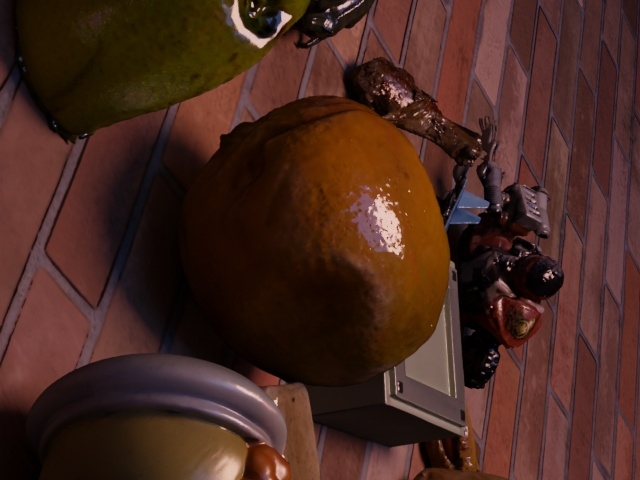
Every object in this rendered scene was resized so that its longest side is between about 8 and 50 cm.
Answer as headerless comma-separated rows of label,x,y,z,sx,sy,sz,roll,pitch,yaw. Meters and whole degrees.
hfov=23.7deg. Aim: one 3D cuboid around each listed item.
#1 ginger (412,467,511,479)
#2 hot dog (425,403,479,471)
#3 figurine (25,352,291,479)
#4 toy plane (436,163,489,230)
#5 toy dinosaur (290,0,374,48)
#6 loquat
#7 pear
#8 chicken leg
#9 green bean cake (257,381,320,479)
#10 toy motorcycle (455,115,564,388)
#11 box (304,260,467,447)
ginger,0.173,0.390,1.818,0.244,0.155,0.304,45,39,13
hot dog,0.158,0.217,1.991,0.083,0.068,0.289,1,74,-85
figurine,-0.171,0.224,1.174,0.205,0.224,0.382,64,30,-17
toy plane,0.140,0.005,2.030,0.078,0.169,0.246,35,57,7
toy dinosaur,0.053,-0.294,1.885,0.087,0.179,0.187,63,36,-31
loquat,0.000,0.000,1.547,0.284,0.276,0.276,42,39,-20
pear,-0.137,-0.230,1.412,0.164,0.255,0.238,61,36,-32
chicken leg,0.122,-0.167,2.030,0.196,0.080,0.125,28,26,-20
green bean cake,-0.063,0.233,1.503,0.085,0.109,0.179,6,73,-63
toy motorcycle,0.259,0.005,2.146,0.134,0.207,0.401,24,51,-22
box,0.079,0.115,1.824,0.225,0.117,0.225,28,54,-57
